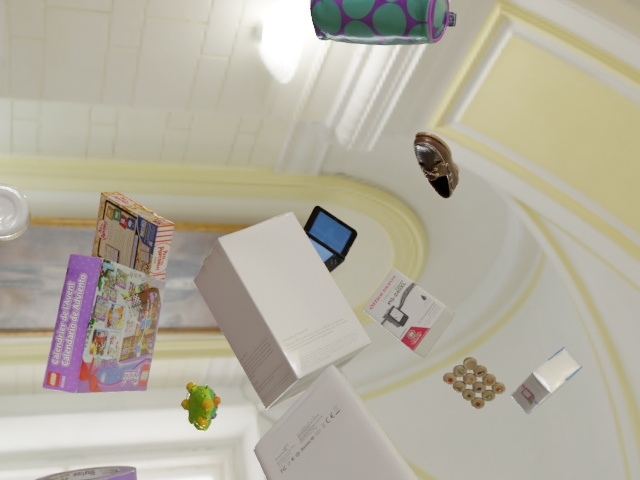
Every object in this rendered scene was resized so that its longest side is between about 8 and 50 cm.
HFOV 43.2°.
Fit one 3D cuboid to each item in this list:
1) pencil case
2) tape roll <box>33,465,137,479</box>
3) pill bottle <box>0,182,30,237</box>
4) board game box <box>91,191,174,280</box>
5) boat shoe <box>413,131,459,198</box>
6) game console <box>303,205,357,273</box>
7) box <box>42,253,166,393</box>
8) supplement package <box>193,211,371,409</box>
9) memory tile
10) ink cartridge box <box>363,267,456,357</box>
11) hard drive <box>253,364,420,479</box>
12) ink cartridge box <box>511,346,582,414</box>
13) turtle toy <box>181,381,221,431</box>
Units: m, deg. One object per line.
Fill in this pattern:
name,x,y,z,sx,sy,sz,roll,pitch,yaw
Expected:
pencil case,0.063,-0.244,0.860,0.152,0.064,0.070,10,-100,31
tape roll,-0.437,0.476,1.509,0.189,0.189,0.080,158,-72,-69
pill bottle,-0.621,-0.052,1.581,0.184,0.103,0.103,172,-82,-72
board game box,-0.390,0.000,1.666,0.193,0.045,0.146,28,-67,34
boat shoe,0.261,-0.166,1.814,0.073,0.207,0.073,6,-112,35
game console,0.000,0.000,2.072,0.144,0.124,0.085,34,-41,22
box,-0.339,0.143,1.310,0.293,0.057,0.200,52,46,-77
supplement package,-0.076,0.128,1.505,0.293,0.175,0.177,59,-35,14
memory tile,0.409,0.380,2.146,0.113,0.148,0.012,-42,-165,25
ink cartridge box,0.174,0.142,1.604,0.150,0.063,0.109,38,-87,38
hard drive,0.017,0.352,1.244,0.203,0.040,0.307,-48,-147,4
ink cartridge box,0.414,0.259,1.486,0.052,0.088,0.122,50,-25,18
turtle toy,-0.277,0.395,1.905,0.095,0.066,0.130,37,-62,38
